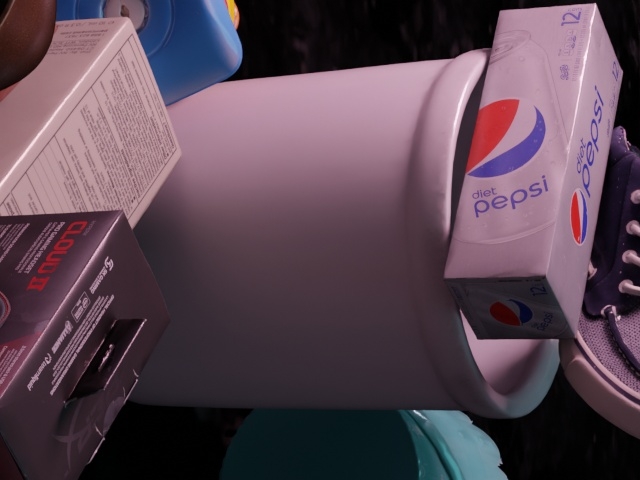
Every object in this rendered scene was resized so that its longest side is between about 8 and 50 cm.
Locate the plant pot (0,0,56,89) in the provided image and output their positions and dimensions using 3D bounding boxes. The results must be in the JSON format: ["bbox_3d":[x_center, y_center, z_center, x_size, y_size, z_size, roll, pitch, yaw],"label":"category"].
[{"bbox_3d":[-0.286,-0.190,1.495,0.230,0.215,0.215,33,57,-77],"label":"plant pot"}]

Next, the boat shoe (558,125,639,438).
[{"bbox_3d":[0.272,0.028,1.659,0.340,0.127,0.158,-107,-147,-61],"label":"boat shoe"}]

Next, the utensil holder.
[{"bbox_3d":[0.000,0.000,1.834,0.327,0.385,0.327,-2,90,-65],"label":"utensil holder"}]

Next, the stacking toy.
[{"bbox_3d":[-0.137,-0.213,1.870,0.302,0.166,0.175,-26,95,-75],"label":"stacking toy"}]

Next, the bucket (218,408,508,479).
[{"bbox_3d":[0.041,0.270,2.044,0.183,0.281,0.281,30,61,-55],"label":"bucket"}]

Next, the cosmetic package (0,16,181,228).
[{"bbox_3d":[-0.243,-0.044,1.626,0.296,0.129,0.153,-61,141,-49],"label":"cosmetic package"}]

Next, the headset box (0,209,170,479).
[{"bbox_3d":[-0.258,0.087,1.388,0.218,0.293,0.110,-62,141,-46],"label":"headset box"}]

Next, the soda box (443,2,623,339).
[{"bbox_3d":[0.182,-0.060,1.668,0.098,0.091,0.286,57,39,-48],"label":"soda box"}]
